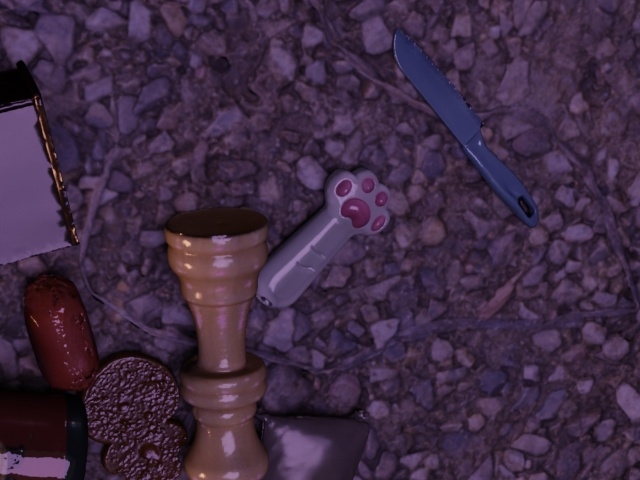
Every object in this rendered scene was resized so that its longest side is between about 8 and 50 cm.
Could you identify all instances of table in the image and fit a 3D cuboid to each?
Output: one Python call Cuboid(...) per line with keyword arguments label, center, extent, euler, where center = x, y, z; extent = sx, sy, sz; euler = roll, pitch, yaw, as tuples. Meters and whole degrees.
Cuboid(label="table", center=(-0.370, -0.071, 1.473), extent=(0.193, 0.169, 0.172), euler=(-16, 111, -12))

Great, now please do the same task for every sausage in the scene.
Cuboid(label="sausage", center=(-0.289, 0.107, 1.609), extent=(0.076, 0.076, 0.141), euler=(-18, 115, -12))

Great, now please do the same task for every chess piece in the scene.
Cuboid(label="chess piece", center=(-0.114, 0.165, 1.662), extent=(0.117, 0.117, 0.397), euler=(-6, 108, -17))

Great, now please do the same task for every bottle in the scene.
Cuboid(label="bottle", center=(-0.431, 0.225, 1.565), extent=(0.336, 0.144, 0.144), euler=(7, 105, -18))

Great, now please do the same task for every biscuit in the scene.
Cuboid(label="biscuit", center=(-0.219, 0.212, 1.692), extent=(0.124, 0.026, 0.175), euler=(-19, 111, -13))

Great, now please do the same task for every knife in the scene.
Cuboid(label="knife", center=(0.177, -0.131, 1.722), extent=(0.044, 0.019, 0.313), euler=(-46, 115, -9))

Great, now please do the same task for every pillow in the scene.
Cuboid(label="pillow", center=(-0.032, 0.327, 1.775), extent=(0.169, 0.059, 0.255), euler=(9, 105, -18))

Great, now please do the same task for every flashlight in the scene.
Cuboid(label="flashlight", center=(0.000, 0.000, 1.686), extent=(0.200, 0.047, 0.093), euler=(-45, 115, -1))
